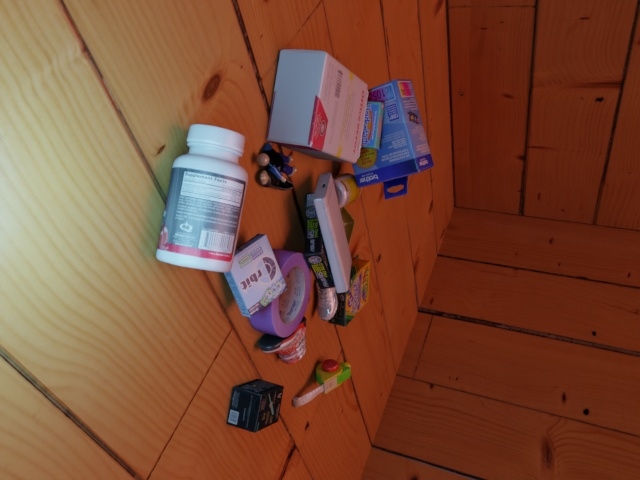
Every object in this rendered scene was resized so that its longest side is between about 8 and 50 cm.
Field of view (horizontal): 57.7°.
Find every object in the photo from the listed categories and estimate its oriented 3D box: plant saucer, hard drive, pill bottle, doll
[{"bbox_3d":[0.071,-0.027,2.314,0.188,0.045,0.189,46,57,-62],"label":"plant saucer"},{"bbox_3d":[0.046,-0.030,2.002,0.233,0.047,0.353,-77,156,-62],"label":"hard drive"},{"bbox_3d":[-0.264,-0.096,1.339,0.176,0.176,0.319,14,86,-67],"label":"pill bottle"},{"bbox_3d":[0.081,-0.188,2.181,0.215,0.117,0.118,-29,125,-61],"label":"pill bottle"},{"bbox_3d":[-0.131,-0.231,1.734,0.189,0.046,0.129,3,65,-67],"label":"doll"}]

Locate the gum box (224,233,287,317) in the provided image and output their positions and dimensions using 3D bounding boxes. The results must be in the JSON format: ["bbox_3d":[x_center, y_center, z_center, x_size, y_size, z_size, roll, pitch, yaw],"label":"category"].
[{"bbox_3d":[-0.188,0.099,1.651,0.157,0.041,0.185,-36,117,-37],"label":"gum box"}]

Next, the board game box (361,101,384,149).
[{"bbox_3d":[0.113,-0.412,2.050,0.047,0.210,0.160,-8,105,-66],"label":"board game box"}]

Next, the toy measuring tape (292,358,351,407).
[{"bbox_3d":[-0.009,0.563,2.331,0.330,0.121,0.122,-21,121,-38],"label":"toy measuring tape"}]

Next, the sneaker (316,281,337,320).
[{"bbox_3d":[0.018,0.194,2.240,0.092,0.087,0.229,20,73,-60],"label":"sneaker"}]

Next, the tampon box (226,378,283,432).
[{"bbox_3d":[-0.201,0.514,1.818,0.161,0.101,0.121,12,89,-68],"label":"tampon box"}]

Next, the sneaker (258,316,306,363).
[{"bbox_3d":[-0.119,0.364,1.965,0.270,0.090,0.145,-32,125,-64],"label":"sneaker"}]

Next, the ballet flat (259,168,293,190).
[{"bbox_3d":[-0.135,-0.186,1.764,0.173,0.049,0.058,4,93,-67],"label":"ballet flat"}]

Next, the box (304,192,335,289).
[{"bbox_3d":[0.000,0.000,2.027,0.216,0.060,0.270,68,17,-52],"label":"box"}]

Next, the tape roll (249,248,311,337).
[{"bbox_3d":[-0.127,0.168,1.872,0.274,0.090,0.275,10,90,-68],"label":"tape roll"}]

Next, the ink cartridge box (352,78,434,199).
[{"bbox_3d":[0.244,-0.359,2.132,0.151,0.269,0.396,-25,100,-53],"label":"ink cartridge box"}]

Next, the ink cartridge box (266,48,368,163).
[{"bbox_3d":[0.003,-0.412,1.857,0.384,0.160,0.280,3,96,-66],"label":"ink cartridge box"}]

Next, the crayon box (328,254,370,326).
[{"bbox_3d":[0.138,0.209,2.515,0.323,0.083,0.203,-37,132,-59],"label":"crayon box"}]
